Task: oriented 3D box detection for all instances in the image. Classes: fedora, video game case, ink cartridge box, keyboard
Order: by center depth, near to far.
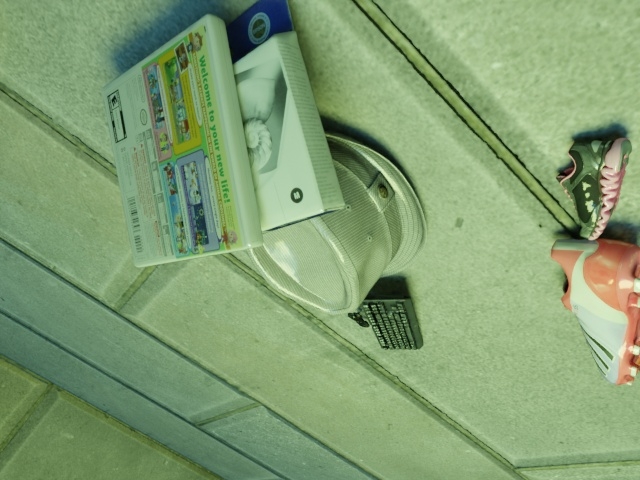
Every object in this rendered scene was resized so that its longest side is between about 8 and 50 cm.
[{"bbox_3d":[-0.151,-0.085,0.427,0.193,0.023,0.213,-9,91,36],"label":"video game case"},{"bbox_3d":[-0.102,-0.110,0.432,0.223,0.045,0.224,-17,89,34],"label":"ink cartridge box"},{"bbox_3d":[0.000,0.000,0.523,0.243,0.124,0.275,-10,127,31],"label":"fedora"},{"bbox_3d":[0.100,0.134,0.659,0.108,0.023,0.180,1,144,22],"label":"keyboard"}]

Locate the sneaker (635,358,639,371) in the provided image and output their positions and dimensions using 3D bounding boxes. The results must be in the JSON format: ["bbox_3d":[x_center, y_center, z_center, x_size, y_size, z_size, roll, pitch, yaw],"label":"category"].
[{"bbox_3d":[0.503,0.213,0.558,0.157,0.065,0.061,24,137,0],"label":"sneaker"}]

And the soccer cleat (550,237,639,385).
[{"bbox_3d":[0.349,0.090,0.510,0.095,0.083,0.248,21,152,48],"label":"soccer cleat"}]

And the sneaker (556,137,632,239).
[{"bbox_3d":[0.273,-0.053,0.423,0.057,0.047,0.119,19,141,38],"label":"sneaker"}]
